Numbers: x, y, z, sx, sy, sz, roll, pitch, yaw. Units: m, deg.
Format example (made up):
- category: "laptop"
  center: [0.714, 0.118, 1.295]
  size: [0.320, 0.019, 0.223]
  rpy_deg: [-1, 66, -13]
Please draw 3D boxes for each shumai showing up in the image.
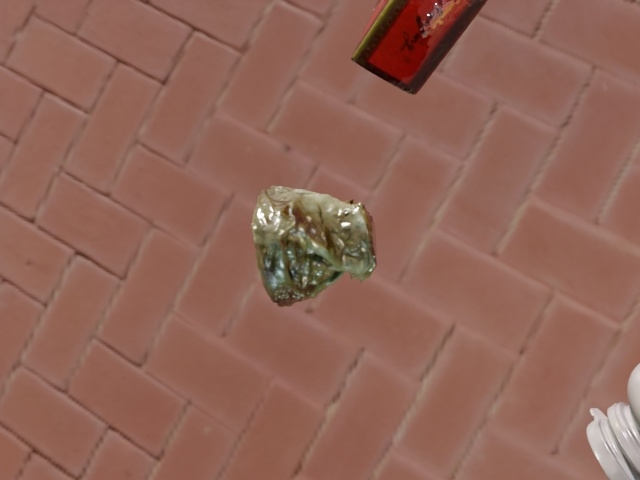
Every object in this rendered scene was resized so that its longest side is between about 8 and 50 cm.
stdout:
- category: "shumai"
  center: [0.000, 0.001, 0.983]
  size: [0.087, 0.124, 0.099]
  rpy_deg: [-6, 98, 15]

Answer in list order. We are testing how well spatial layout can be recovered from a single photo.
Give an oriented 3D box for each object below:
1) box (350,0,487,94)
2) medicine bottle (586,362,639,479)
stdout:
- category: "box"
  center: [0.115, -0.255, 1.037]
  size: [0.074, 0.153, 0.239]
  rpy_deg: [32, 48, -11]
- category: "medicine bottle"
  center: [0.272, 0.099, 0.783]
  size: [0.191, 0.107, 0.107]
  rpy_deg: [-40, 69, 18]
